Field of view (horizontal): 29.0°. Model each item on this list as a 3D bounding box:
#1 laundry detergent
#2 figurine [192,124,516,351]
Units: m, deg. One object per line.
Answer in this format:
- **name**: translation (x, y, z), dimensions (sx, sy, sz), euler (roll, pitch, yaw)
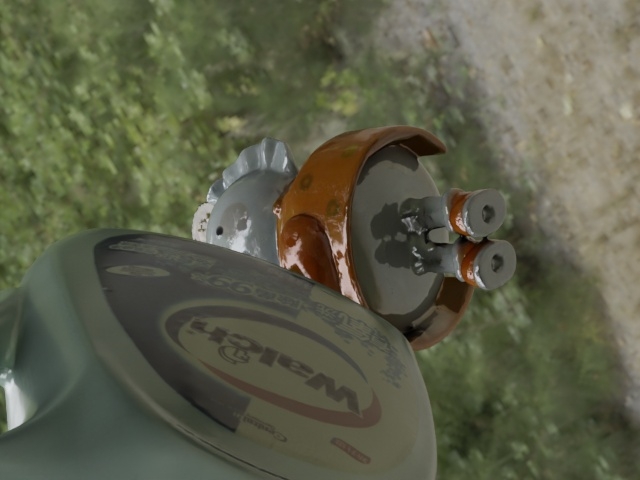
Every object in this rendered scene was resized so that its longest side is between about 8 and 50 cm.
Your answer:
- **laundry detergent**: translation (-0.065, 0.086, 0.462), dimensions (0.214, 0.105, 0.280), euler (21, -162, 4)
- **figurine**: translation (0.009, -0.002, 0.799), dimensions (0.271, 0.143, 0.143), euler (6, 130, 60)
